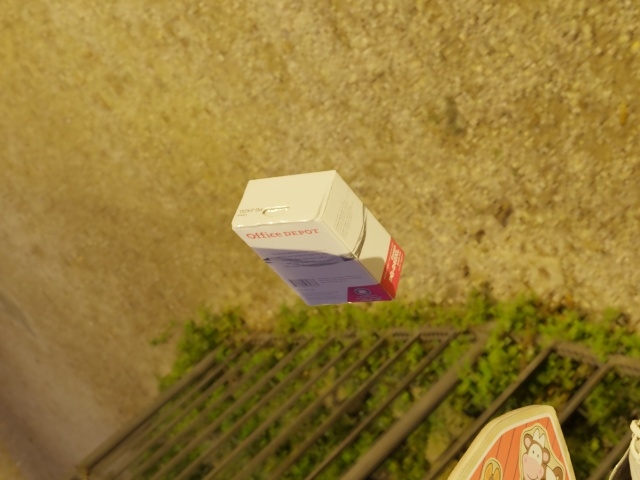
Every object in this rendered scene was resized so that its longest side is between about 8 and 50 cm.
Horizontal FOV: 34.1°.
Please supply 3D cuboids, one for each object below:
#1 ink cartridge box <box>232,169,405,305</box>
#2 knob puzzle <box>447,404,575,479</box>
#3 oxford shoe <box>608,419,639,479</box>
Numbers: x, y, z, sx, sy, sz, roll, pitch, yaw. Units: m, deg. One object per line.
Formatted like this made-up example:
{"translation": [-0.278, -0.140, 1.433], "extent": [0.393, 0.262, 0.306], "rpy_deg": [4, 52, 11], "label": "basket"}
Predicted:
{"translation": [0.000, 0.000, 1.039], "extent": [0.109, 0.063, 0.150], "rpy_deg": [-5, 144, 34], "label": "ink cartridge box"}
{"translation": [0.151, 0.210, 0.752], "extent": [0.030, 0.213, 0.213], "rpy_deg": [-4, 124, 41], "label": "knob puzzle"}
{"translation": [0.493, 0.258, 1.405], "extent": [0.130, 0.169, 0.449], "rpy_deg": [12, 134, 4], "label": "oxford shoe"}
